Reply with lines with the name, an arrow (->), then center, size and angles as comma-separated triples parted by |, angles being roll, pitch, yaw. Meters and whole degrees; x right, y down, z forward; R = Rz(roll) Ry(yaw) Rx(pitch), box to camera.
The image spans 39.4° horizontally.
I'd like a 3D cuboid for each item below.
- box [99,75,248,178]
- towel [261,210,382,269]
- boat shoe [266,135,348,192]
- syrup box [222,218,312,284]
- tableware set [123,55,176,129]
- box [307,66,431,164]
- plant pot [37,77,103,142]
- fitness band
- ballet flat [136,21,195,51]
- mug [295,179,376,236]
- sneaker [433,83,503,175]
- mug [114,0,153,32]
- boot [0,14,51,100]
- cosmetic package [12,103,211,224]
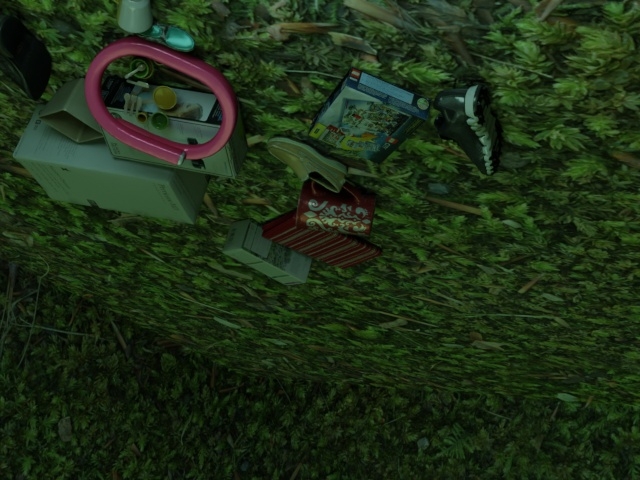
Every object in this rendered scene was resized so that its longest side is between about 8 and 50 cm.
box -> -0.304, -0.232, 1.840 | 0.290, 0.087, 0.169 | 11, 147, 14
towel -> 0.000, 0.000, 2.346 | 0.275, 0.031, 0.199 | 23, 156, -24
boat shoe -> -0.031, -0.158, 1.896 | 0.190, 0.072, 0.068 | 22, 159, -15
syrup box -> -0.140, 0.035, 2.445 | 0.237, 0.093, 0.096 | 30, 155, -34
tableware set -> -0.325, -0.290, 1.710 | 0.104, 0.024, 0.154 | 17, 119, 0
box -> 0.086, -0.227, 1.670 | 0.159, 0.044, 0.233 | 20, 159, -12
plant pot -> -0.511, -0.281, 1.894 | 0.109, 0.096, 0.109 | -4, 151, 43
fitness band -> -0.299, -0.261, 1.680 | 0.291, 0.054, 0.209 | 23, 119, -7
ballet flat -> -0.276, -0.367, 1.595 | 0.114, 0.041, 0.041 | 18, 160, -5
mug -> 0.036, -0.072, 2.021 | 0.169, 0.113, 0.150 | 10, 161, 5
sneaker -> 0.259, -0.197, 1.585 | 0.106, 0.078, 0.234 | 8, 155, 27
mug -> -0.321, -0.397, 1.511 | 0.078, 0.062, 0.064 | 11, 152, -7
boot -> -0.674, -0.392, 1.768 | 0.229, 0.091, 0.263 | 17, 156, 13
cosmetic package -> -0.467, -0.175, 2.053 | 0.385, 0.156, 0.217 | 11, 157, 16
